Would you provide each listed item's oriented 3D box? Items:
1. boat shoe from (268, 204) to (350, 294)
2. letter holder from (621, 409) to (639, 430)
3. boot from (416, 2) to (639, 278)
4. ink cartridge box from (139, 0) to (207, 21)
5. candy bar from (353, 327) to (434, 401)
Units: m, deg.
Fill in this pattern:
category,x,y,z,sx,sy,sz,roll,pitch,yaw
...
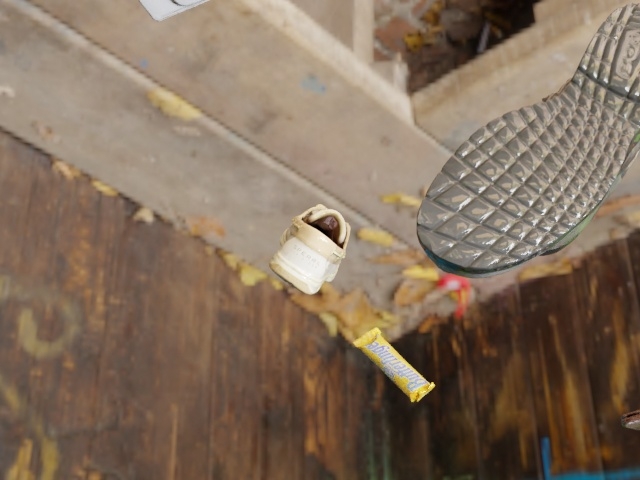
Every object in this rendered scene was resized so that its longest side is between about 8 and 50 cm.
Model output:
category,x,y,z,sx,sy,sz,roll,pitch,yaw
boat shoe,0.000,0.000,1.043,0.063,0.170,0.059,35,103,-4
letter holder,0.438,0.186,1.010,0.302,0.152,0.214,-21,157,25
boot,0.210,-0.042,1.077,0.338,0.118,0.222,-39,159,-22
ink cartridge box,-0.163,-0.448,1.436,0.197,0.270,0.198,-18,140,17
candy bar,0.099,0.166,1.592,0.040,0.161,0.018,-32,126,-12
